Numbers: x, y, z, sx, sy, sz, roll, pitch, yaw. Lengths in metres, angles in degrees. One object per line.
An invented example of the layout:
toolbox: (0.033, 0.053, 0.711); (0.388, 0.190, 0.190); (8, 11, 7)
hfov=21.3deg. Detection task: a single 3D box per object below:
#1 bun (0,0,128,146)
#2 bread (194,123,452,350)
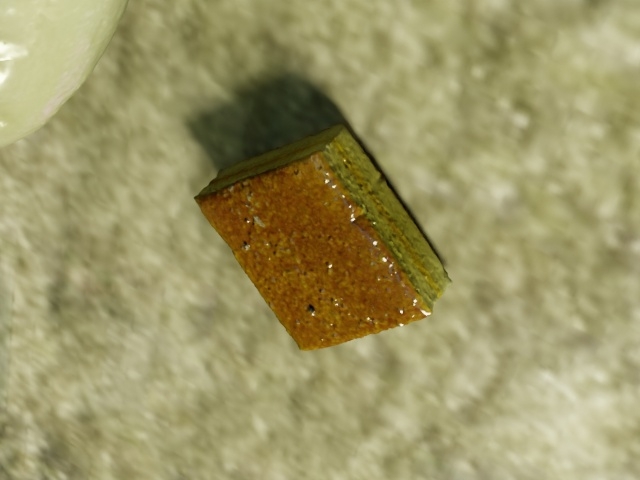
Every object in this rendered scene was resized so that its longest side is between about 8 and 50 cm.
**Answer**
bun: (-0.211, -0.163, 0.724); (0.287, 0.146, 0.287); (18, 130, 23)
bread: (0.000, 0.000, 0.781); (0.090, 0.035, 0.094); (-20, 110, 44)
